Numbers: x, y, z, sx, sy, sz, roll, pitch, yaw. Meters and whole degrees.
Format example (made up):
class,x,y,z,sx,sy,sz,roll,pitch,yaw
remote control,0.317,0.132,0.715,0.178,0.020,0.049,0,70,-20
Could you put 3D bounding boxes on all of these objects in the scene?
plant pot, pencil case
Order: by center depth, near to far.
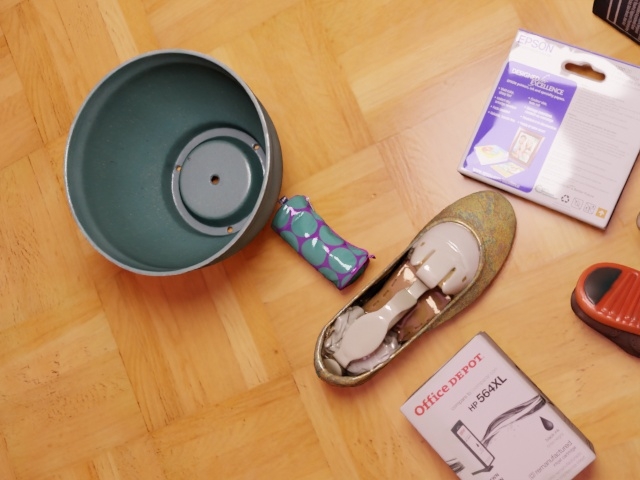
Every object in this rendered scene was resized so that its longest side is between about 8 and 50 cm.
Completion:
class,x,y,z,sx,sy,sz,roll,pitch,yaw
plant pot,-0.176,-0.096,1.060,0.293,0.196,0.293,-1,87,16
pencil case,0.000,0.000,1.070,0.152,0.064,0.070,43,91,14

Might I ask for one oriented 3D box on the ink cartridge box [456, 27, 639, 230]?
class,x,y,z,sx,sy,sz,roll,pitch,yaw
ink cartridge box,0.316,-0.147,0.995,0.206,0.045,0.208,24,95,17

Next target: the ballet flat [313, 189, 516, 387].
class,x,y,z,sx,sy,sz,roll,pitch,yaw
ballet flat,0.122,0.069,1.003,0.348,0.123,0.123,-44,76,9

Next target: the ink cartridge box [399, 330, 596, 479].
class,x,y,z,sx,sy,sz,roll,pitch,yaw
ink cartridge box,0.224,0.239,0.976,0.148,0.086,0.203,-46,76,9

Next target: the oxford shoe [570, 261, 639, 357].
class,x,y,z,sx,sy,sz,roll,pitch,yaw
oxford shoe,0.437,0.114,0.919,0.271,0.098,0.097,29,72,17

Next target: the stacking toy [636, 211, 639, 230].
class,x,y,z,sx,sy,sz,roll,pitch,yaw
stacking toy,0.541,0.036,0.879,0.330,0.141,0.141,42,98,10

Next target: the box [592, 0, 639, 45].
class,x,y,z,sx,sy,sz,roll,pitch,yaw
box,0.480,-0.282,0.826,0.294,0.296,0.183,44,98,14
